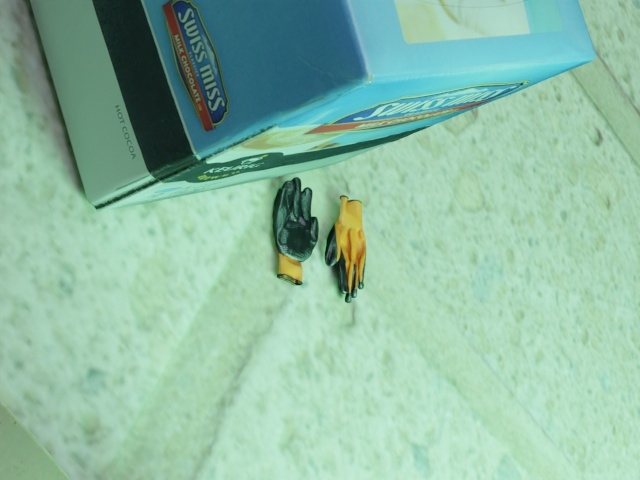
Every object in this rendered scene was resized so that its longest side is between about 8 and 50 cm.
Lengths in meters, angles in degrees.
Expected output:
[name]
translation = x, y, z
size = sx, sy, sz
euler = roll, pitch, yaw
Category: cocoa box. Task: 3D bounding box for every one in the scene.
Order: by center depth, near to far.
[cocoa box]
translation = -0.032, -0.223, 0.846
size = 0.231, 0.228, 0.347
euler = -13, 85, -49

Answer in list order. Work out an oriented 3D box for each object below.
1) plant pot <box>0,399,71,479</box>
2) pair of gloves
[plant pot]
translation = -0.246, 0.151, 0.483
size = 0.256, 0.256, 0.274
euler = 51, 61, -21
[pair of gloves]
translation = 0.000, 0.000, 0.962
size = 0.083, 0.010, 0.074
euler = 19, 63, -40
